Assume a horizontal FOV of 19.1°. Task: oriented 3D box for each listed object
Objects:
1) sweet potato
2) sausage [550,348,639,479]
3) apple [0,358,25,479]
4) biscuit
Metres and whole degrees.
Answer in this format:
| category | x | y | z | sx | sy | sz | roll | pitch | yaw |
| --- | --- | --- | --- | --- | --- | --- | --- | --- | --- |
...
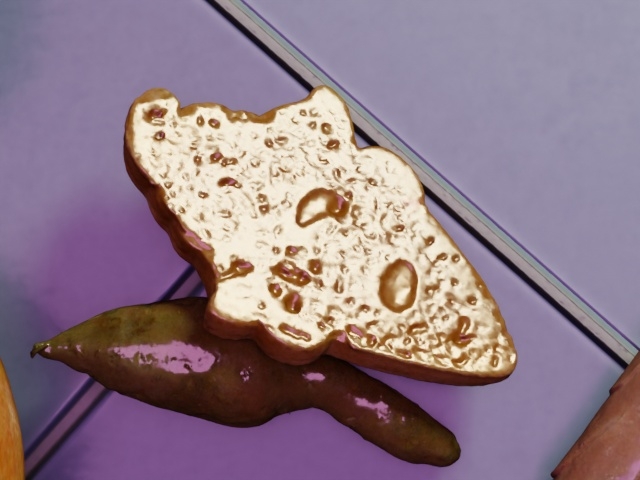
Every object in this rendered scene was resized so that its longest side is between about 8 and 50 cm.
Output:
| category | x | y | z | sx | sy | sz | roll | pitch | yaw |
| --- | --- | --- | --- | --- | --- | --- | --- | --- | --- |
| sweet potato | -0.039 | 0.080 | 1.154 | 0.269 | 0.075 | 0.075 | 16 | 87 | -9 |
| sausage | 0.190 | 0.145 | 1.145 | 0.088 | 0.088 | 0.433 | 33 | 87 | 2 |
| apple | -0.305 | 0.145 | 1.049 | 0.299 | 0.299 | 0.275 | -28 | 101 | -1 |
| biscuit | 0.000 | 0.000 | 1.149 | 0.280 | 0.043 | 0.183 | 35 | 62 | -5 |
